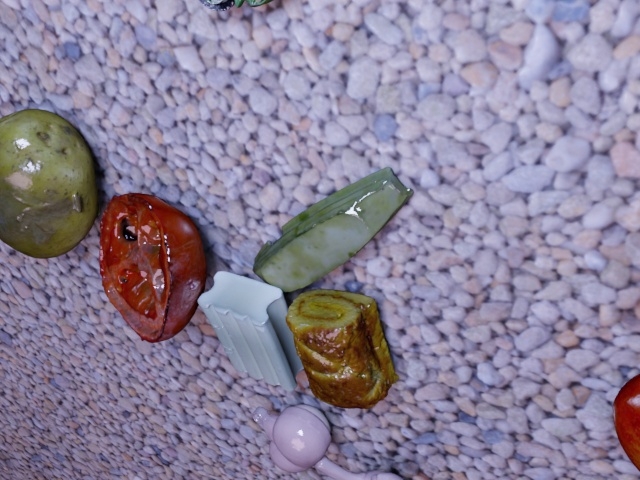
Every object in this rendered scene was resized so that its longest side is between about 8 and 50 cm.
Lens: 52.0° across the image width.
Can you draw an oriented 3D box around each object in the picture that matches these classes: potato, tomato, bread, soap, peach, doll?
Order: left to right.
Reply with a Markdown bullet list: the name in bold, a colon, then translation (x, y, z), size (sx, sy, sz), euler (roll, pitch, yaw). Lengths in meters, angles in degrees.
- **potato**: translation (-0.429, -0.076, 0.989), size (0.197, 0.148, 0.228), euler (34, 133, -20)
- **tomato**: translation (-0.241, 0.033, 0.986), size (0.228, 0.101, 0.227), euler (16, 112, 46)
- **soap**: translation (-0.096, 0.141, 0.998), size (0.119, 0.066, 0.198), euler (16, 145, 25)
- **bread**: translation (0.029, 0.160, 0.954), size (0.132, 0.103, 0.172), euler (3, 129, 28)
- **doll**: translation (0.036, 0.400, 1.146), size (0.365, 0.094, 0.160), euler (35, 141, 1)
- **peach**: translation (0.420, 0.235, 0.791), size (0.118, 0.151, 0.151), euler (-4, 124, 15)

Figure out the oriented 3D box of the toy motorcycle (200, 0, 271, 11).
- **toy motorcycle**: translation (-0.068, -0.310, 0.665), size (0.106, 0.074, 0.190), euler (24, 132, -3)

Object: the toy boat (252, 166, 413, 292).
- **toy boat**: translation (0.000, 0.000, 0.877), size (0.093, 0.055, 0.293), euler (44, 133, -12)
